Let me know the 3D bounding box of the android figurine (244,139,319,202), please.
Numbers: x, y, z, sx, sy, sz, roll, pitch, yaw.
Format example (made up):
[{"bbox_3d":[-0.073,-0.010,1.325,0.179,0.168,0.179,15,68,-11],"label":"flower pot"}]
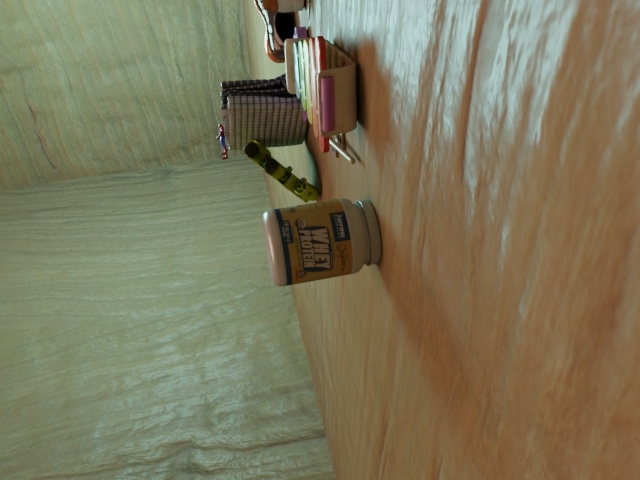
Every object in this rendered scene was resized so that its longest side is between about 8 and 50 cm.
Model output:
[{"bbox_3d":[-0.106,-0.190,1.759,0.248,0.056,0.273,41,-175,28],"label":"android figurine"}]

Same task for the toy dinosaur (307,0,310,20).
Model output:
[{"bbox_3d":[-0.044,-0.593,1.377,0.092,0.053,0.183,1,-113,-80],"label":"toy dinosaur"}]

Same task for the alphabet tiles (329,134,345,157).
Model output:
[{"bbox_3d":[0.021,-0.286,1.363,0.237,0.009,0.198,-113,16,-61],"label":"alphabet tiles"}]

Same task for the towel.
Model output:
[{"bbox_3d":[-0.157,-0.360,1.738,0.284,0.235,0.121,109,157,-73],"label":"towel"}]

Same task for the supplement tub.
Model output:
[{"bbox_3d":[0.000,0.000,1.150,0.144,0.199,0.144,170,90,-82],"label":"supplement tub"}]

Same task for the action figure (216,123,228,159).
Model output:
[{"bbox_3d":[-0.288,-0.294,1.821,0.038,0.030,0.115,75,-173,-64],"label":"action figure"}]

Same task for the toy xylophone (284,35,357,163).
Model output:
[{"bbox_3d":[0.003,-0.273,1.189,0.323,0.081,0.236,-124,28,-66],"label":"toy xylophone"}]

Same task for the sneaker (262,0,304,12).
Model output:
[{"bbox_3d":[-0.115,-0.684,1.457,0.106,0.123,0.290,172,90,-84],"label":"sneaker"}]

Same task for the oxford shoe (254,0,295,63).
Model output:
[{"bbox_3d":[-0.113,-0.630,1.690,0.098,0.096,0.271,-13,91,62],"label":"oxford shoe"}]

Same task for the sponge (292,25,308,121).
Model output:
[{"bbox_3d":[-0.037,-0.409,1.545,0.117,0.031,0.210,-172,73,-82],"label":"sponge"}]
